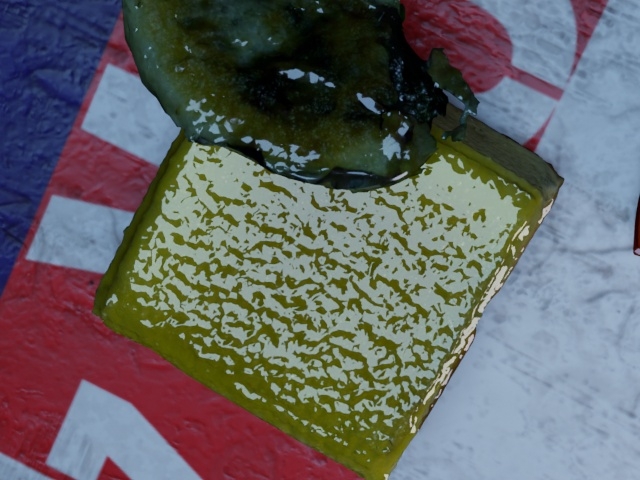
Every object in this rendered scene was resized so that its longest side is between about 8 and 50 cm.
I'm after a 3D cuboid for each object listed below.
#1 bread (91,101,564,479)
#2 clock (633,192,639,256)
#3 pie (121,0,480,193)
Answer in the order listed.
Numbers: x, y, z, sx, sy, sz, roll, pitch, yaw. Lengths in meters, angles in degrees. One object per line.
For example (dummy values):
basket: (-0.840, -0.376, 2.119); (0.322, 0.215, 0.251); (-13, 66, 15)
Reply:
bread: (0.000, 0.000, 1.671); (0.333, 0.143, 0.324); (31, 104, 3)
clock: (0.358, -0.026, 1.639); (0.155, 0.061, 0.113); (15, 122, 11)
pie: (-0.020, -0.212, 1.571); (0.296, 0.078, 0.371); (0, 67, -6)
